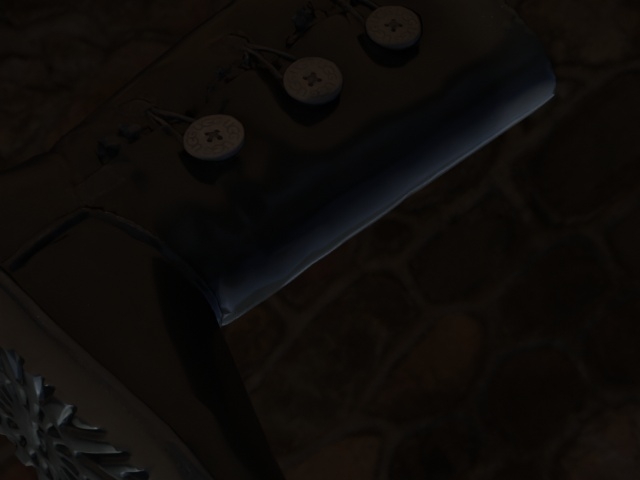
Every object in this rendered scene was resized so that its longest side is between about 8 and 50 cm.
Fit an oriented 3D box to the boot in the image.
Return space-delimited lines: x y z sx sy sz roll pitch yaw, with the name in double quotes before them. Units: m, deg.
"boot" -0.001 -0.002 0.773 0.445 0.367 0.146 -36 160 -32
